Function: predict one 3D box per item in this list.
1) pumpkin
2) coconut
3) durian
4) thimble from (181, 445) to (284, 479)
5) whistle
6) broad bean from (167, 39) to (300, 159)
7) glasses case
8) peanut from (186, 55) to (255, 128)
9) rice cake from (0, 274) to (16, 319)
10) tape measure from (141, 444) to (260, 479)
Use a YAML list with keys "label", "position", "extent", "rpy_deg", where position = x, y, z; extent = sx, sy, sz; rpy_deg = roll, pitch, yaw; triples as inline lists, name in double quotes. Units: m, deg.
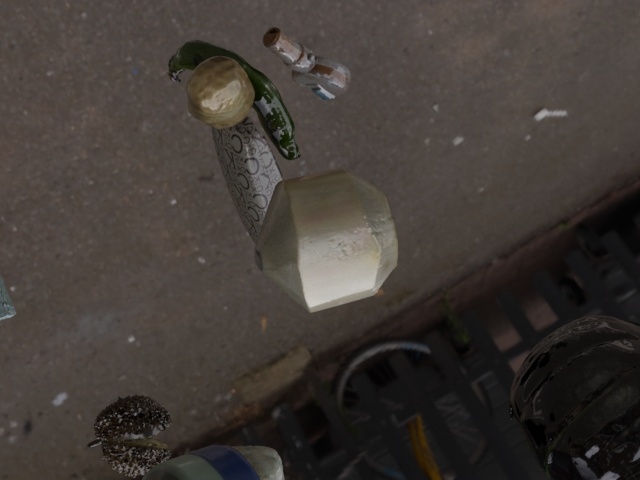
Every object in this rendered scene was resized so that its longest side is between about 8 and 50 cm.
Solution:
- label: "pumpkin"
  position: [0.384, 0.206, 1.043]
  extent: [0.295, 0.296, 0.296]
  rpy_deg: [-25, 154, -13]
- label: "coconut"
  position: [0.000, -0.003, 1.438]
  extent: [0.241, 0.241, 0.241]
  rpy_deg: [-25, 154, -13]
- label: "durian"
  position: [-0.438, 0.450, 2.026]
  extent: [0.196, 0.196, 0.167]
  rpy_deg: [-22, 176, -19]
- label: "thimble"
  position: [-0.159, 0.524, 1.594]
  extent: [0.195, 0.292, 0.291]
  rpy_deg: [-4, 153, 2]
- label: "whistle"
  position: [-0.022, -0.304, 1.548]
  extent: [0.220, 0.107, 0.057]
  rpy_deg: [29, 73, -51]
- label: "broad bean"
  position: [-0.143, -0.252, 1.483]
  extent: [0.049, 0.292, 0.144]
  rpy_deg: [-48, 164, -32]
- label: "glasses case"
  position: [-0.123, -0.099, 1.722]
  extent: [0.085, 0.137, 0.355]
  rpy_deg: [-36, 134, -22]
- label: "peanut"
  position: [-0.152, -0.221, 1.343]
  extent: [0.104, 0.086, 0.228]
  rpy_deg: [-38, 179, 2]
- label: "rice cake"
  position: [-0.724, 0.076, 1.843]
  extent: [0.124, 0.211, 0.038]
  rpy_deg: [-19, 175, 12]
- label: "tape measure"
  position: [-0.165, 0.441, 1.294]
  extent: [0.138, 0.259, 0.262]
  rpy_deg: [-15, 161, -30]
